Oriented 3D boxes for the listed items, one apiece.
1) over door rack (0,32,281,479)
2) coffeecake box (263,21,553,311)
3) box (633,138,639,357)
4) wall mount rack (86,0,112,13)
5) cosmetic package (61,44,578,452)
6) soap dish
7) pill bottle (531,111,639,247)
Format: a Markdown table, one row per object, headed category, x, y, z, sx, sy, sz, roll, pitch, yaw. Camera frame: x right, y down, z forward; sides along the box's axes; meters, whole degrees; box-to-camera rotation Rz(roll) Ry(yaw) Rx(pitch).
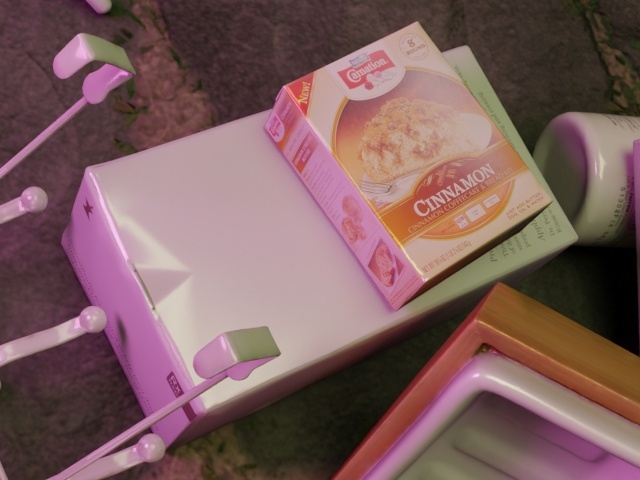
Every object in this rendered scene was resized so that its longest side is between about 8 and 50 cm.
| category | x | y | z | sx | sy | sz | roll | pitch | yaw |
| --- | --- | --- | --- | --- | --- | --- | --- | --- | --- |
| over door rack | -0.173 | 0.046 | 0.827 | 0.108 | 0.324 | 0.240 | -13 | 70 | -51 |
| coffeecake box | 0.068 | -0.062 | 0.912 | 0.142 | 0.068 | 0.185 | -30 | 78 | -27 |
| box | 0.420 | 0.074 | 1.029 | 0.215 | 0.168 | 0.345 | -6 | 98 | -22 |
| wall mount rack | -0.289 | -0.383 | 1.065 | 0.304 | 0.130 | 0.350 | 24 | 62 | -5 |
| cosmetic package | 0.000 | 0.000 | 0.990 | 0.385 | 0.156 | 0.217 | -20 | 76 | -25 |
| soap dish | 0.151 | 0.179 | 0.907 | 0.228 | 0.291 | 0.118 | 28 | 42 | -7 |
| pill bottle | 0.337 | -0.056 | 1.147 | 0.229 | 0.131 | 0.131 | 2 | 68 | -19 |
